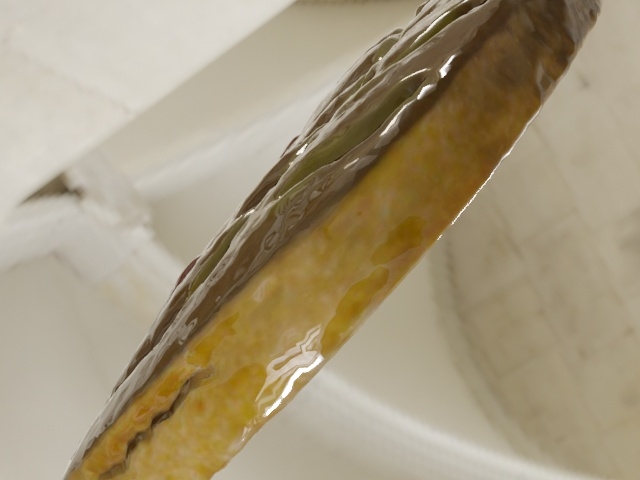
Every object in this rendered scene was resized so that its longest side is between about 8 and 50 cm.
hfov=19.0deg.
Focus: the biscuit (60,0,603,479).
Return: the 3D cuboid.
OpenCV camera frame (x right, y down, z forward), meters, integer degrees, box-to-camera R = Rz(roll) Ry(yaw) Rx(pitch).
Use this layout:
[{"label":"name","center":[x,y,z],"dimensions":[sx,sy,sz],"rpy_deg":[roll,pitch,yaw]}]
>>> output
[{"label":"biscuit","center":[-0.007,-0.006,0.922],"dimensions":[0.070,0.350,0.394],"rpy_deg":[42,-154,-4]}]
